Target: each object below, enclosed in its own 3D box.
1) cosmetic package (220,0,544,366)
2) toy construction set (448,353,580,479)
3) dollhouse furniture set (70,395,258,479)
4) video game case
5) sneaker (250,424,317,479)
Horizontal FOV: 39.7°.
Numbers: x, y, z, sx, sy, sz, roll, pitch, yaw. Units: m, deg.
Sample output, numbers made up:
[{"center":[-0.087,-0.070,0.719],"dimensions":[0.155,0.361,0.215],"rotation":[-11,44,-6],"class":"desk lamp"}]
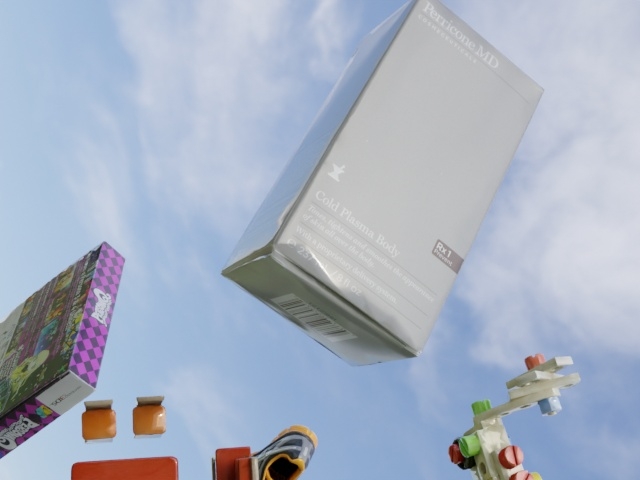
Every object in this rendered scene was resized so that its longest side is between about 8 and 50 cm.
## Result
[{"center":[0.048,-0.044,0.626],"dimensions":[0.127,0.237,0.107],"rotation":[35,-23,-15],"class":"cosmetic package"},{"center":[0.280,0.320,1.211],"dimensions":[0.215,0.151,0.327],"rotation":[119,-25,-59],"class":"toy construction set"},{"center":[-0.227,0.354,1.283],"dimensions":[0.135,0.259,0.261],"rotation":[136,-49,-70],"class":"dollhouse furniture set"},{"center":[-0.310,0.128,0.956],"dimensions":[0.042,0.210,0.232],"rotation":[45,19,-26],"class":"video game case"},{"center":[-0.094,0.390,1.451],"dimensions":[0.084,0.083,0.215],"rotation":[40,-73,-11],"class":"sneaker"}]
